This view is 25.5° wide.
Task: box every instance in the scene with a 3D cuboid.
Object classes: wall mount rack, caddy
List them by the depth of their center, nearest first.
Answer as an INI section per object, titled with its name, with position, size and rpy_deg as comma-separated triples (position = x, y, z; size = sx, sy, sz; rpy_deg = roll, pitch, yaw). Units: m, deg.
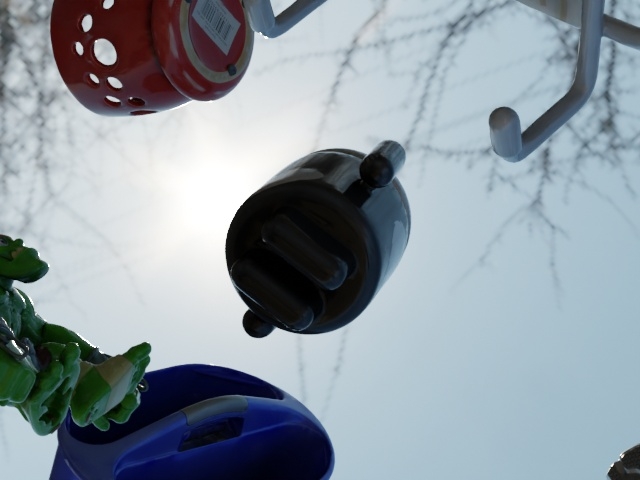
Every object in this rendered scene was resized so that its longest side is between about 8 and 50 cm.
[wall mount rack]
position = 0.051, -0.212, 0.773
size = 0.350, 0.304, 0.130
rpy_deg = 31, -125, 31
[caddy]
position = -0.143, 0.248, 1.576
size = 0.241, 0.341, 0.179
rpy_deg = 40, -60, 32

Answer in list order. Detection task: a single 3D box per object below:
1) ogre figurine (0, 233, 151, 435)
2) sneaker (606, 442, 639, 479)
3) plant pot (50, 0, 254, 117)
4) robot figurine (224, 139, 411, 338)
[ogre figurine]
position = -0.177, 0.059, 0.812
size = 0.097, 0.118, 0.197
rpy_deg = -61, 164, 17
[sneaker]
position = 0.260, 0.251, 0.949
size = 0.115, 0.281, 0.105
rpy_deg = -18, -160, -17
[plant pot]
position = -0.185, -0.237, 1.617
size = 0.174, 0.191, 0.191
rpy_deg = 3, -127, 35
[robot figurine]
position = 0.003, 0.000, 1.522
size = 0.209, 0.173, 0.278
rpy_deg = -11, -167, 19
